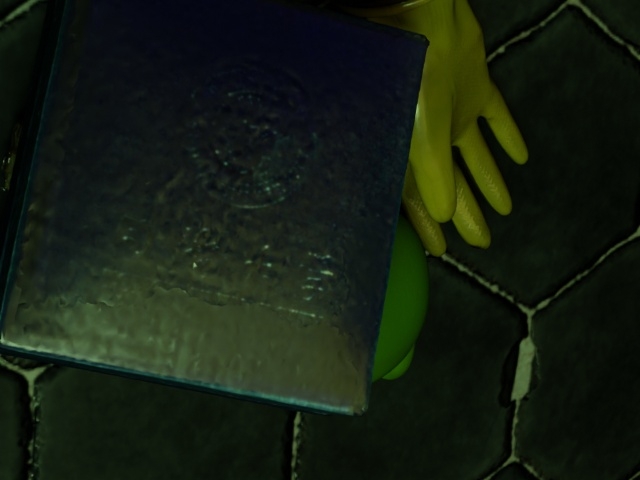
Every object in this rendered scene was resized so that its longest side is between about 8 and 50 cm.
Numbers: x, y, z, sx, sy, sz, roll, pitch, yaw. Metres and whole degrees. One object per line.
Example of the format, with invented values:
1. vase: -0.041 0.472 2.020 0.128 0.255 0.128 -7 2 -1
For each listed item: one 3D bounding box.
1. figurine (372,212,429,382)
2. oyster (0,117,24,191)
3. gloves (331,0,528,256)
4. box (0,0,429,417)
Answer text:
1. figurine: 0.000 0.000 1.279 0.162 0.143 0.263 -20 106 -33
2. oyster: -0.169 -0.026 1.199 0.105 0.056 0.177 -41 118 -17
3. gloves: 0.105 -0.112 1.333 0.133 0.116 0.294 -33 128 -12
4. box: -0.080 -0.035 1.131 0.261 0.116 0.278 13 83 -19
